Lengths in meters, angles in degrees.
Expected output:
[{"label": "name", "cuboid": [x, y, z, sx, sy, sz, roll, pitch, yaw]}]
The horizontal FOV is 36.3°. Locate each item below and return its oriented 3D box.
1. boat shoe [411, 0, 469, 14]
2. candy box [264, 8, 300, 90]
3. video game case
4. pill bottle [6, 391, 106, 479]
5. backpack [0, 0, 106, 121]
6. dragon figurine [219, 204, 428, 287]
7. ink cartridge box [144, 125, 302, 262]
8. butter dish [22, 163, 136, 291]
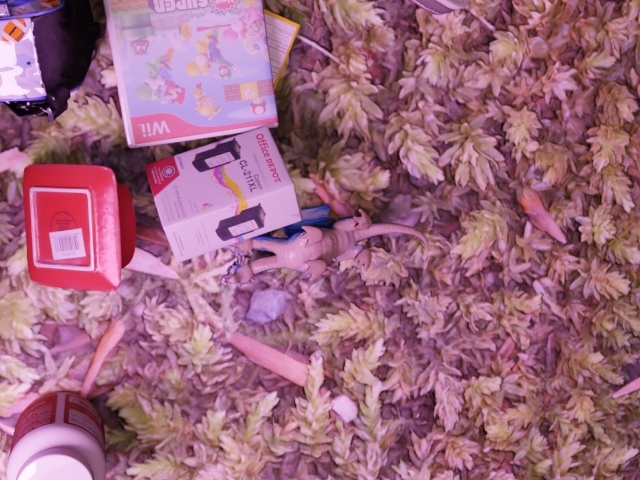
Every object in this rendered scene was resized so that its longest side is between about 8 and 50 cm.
[{"label": "boat shoe", "cuboid": [0.069, -0.401, 1.305, 0.305, 0.091, 0.109, 35, 52, -18]}, {"label": "candy box", "cuboid": [-0.140, -0.280, 1.305, 0.206, 0.027, 0.105, 21, 97, -15]}, {"label": "video game case", "cuboid": [-0.173, -0.275, 1.271, 0.204, 0.025, 0.285, -10, 104, -10]}, {"label": "pill bottle", "cuboid": [-0.335, 0.279, 1.244, 0.121, 0.216, 0.121, -2, 98, -13]}, {"label": "backpack", "cuboid": [-0.406, -0.251, 1.127, 0.263, 0.276, 0.213, -12, 115, 2]}, {"label": "dragon figurine", "cuboid": [0.000, 0.000, 1.348, 0.289, 0.144, 0.085, -16, 103, -28]}, {"label": "ink cartridge box", "cuboid": [-0.126, -0.064, 1.277, 0.175, 0.127, 0.072, -20, 139, -6]}, {"label": "butter dish", "cuboid": [-0.295, -0.021, 1.268, 0.160, 0.118, 0.160, 3, 98, 29]}]
